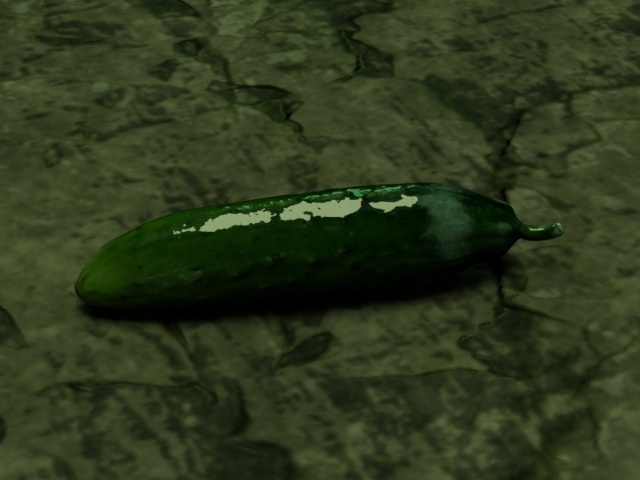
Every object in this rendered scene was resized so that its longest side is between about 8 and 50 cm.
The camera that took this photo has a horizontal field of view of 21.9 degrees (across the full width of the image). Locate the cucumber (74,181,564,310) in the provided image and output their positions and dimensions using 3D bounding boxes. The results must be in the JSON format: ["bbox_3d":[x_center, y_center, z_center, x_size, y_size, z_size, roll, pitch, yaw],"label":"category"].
[{"bbox_3d":[0.000,0.000,0.832,0.250,0.056,0.056,-7,37,-7],"label":"cucumber"}]
